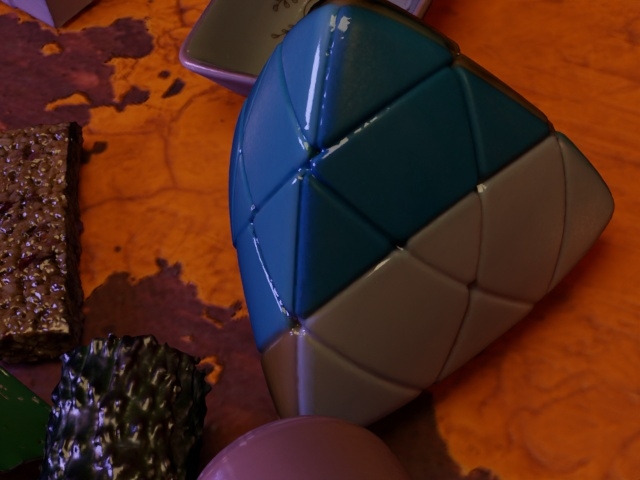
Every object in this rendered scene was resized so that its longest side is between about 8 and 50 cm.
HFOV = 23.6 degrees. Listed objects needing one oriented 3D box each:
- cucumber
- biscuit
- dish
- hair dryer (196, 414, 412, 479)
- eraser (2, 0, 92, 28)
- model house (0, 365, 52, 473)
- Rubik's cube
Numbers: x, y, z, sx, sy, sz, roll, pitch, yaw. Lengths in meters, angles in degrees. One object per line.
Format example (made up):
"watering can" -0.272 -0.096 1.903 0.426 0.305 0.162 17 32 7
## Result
"cucumber" -0.114 0.218 0.779 0.096 0.096 0.359 -5 50 10
"biscuit" -0.190 -0.004 1.023 0.064 0.034 0.199 -11 48 5
"dish" 0.018 -0.173 1.095 0.154 0.064 0.234 13 56 24
"hair dryer" 0.124 0.162 0.762 0.352 0.125 0.210 -15 39 -16
"eraser" -0.244 -0.260 1.234 0.210 0.068 0.124 31 63 32
"model house" -0.238 0.110 0.904 0.167 0.117 0.088 38 102 13
"Rubik's cube" 0.000 0.000 0.908 0.254 0.254 0.254 -7 49 8
